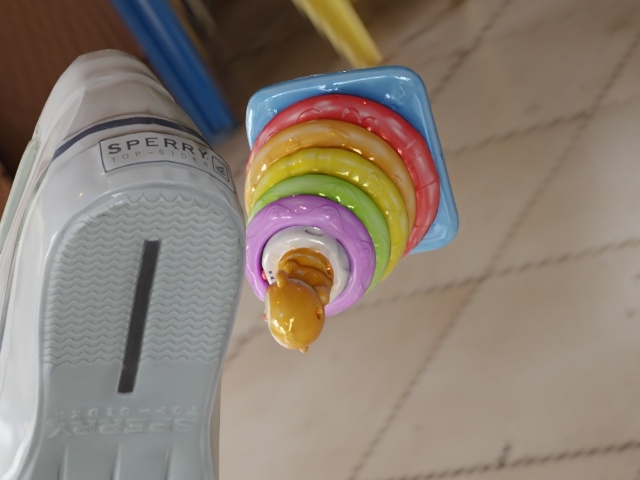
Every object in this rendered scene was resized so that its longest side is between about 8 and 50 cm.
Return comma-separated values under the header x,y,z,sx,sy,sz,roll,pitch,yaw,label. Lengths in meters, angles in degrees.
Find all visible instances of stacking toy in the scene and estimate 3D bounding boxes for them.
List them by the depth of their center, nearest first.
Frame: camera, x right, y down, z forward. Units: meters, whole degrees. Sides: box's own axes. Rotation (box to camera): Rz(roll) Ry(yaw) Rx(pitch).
x,y,z,sx,sy,sz,roll,pitch,yaw,label
0.000,0.000,1.470,0.166,0.175,0.302,-9,26,16,stacking toy

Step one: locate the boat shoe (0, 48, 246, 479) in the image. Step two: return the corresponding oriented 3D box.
x,y,z,sx,sy,sz,roll,pitch,yaw,label
-0.067,0.048,0.558,0.076,0.083,0.226,-109,32,-47,boat shoe
